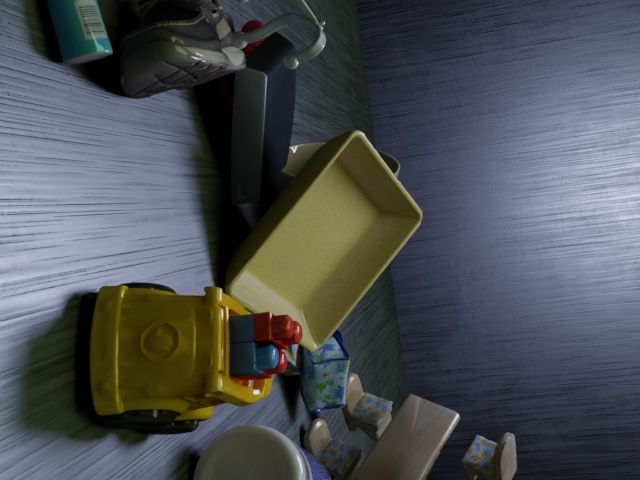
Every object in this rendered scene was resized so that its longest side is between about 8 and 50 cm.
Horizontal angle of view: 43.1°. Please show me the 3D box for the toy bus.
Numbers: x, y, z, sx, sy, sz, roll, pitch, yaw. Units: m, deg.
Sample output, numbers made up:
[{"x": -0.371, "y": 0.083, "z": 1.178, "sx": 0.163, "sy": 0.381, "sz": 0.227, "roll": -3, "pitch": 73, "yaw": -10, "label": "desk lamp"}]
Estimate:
[{"x": -0.119, "y": 0.127, "z": 0.893, "sx": 0.220, "sy": 0.212, "sz": 0.149, "roll": 56, "pitch": 28, "yaw": -68, "label": "toy bus"}]

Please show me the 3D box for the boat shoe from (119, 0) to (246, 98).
[{"x": -0.190, "y": -0.264, "z": 1.041, "sx": 0.355, "sy": 0.133, "sz": 0.130, "roll": -81, "pitch": 152, "yaw": -78, "label": "boat shoe"}]

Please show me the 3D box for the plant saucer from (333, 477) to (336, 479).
[{"x": 0.062, "y": 0.665, "z": 1.824, "sx": 0.317, "sy": 0.044, "sz": 0.317, "roll": -7, "pitch": 90, "yaw": -79, "label": "plant saucer"}]

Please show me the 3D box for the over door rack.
[{"x": -0.136, "y": -0.359, "z": 0.963, "sx": 0.239, "sy": 0.108, "sz": 0.324, "roll": 48, "pitch": 7, "yaw": -48, "label": "over door rack"}]

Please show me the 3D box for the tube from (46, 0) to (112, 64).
[{"x": -0.268, "y": -0.289, "z": 0.834, "sx": 0.080, "sy": 0.052, "sz": 0.207, "roll": -56, "pitch": 133, "yaw": -79, "label": "tube"}]

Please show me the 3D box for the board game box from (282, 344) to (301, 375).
[{"x": -0.070, "y": 0.139, "z": 1.527, "sx": 0.136, "sy": 0.035, "sz": 0.201, "roll": 61, "pitch": 25, "yaw": -60, "label": "board game box"}]

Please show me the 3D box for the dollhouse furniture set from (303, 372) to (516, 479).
[{"x": 0.116, "y": 0.434, "z": 1.514, "sx": 0.394, "sy": 0.362, "sz": 0.256, "roll": -49, "pitch": 141, "yaw": -33, "label": "dollhouse furniture set"}]

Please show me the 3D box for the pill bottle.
[{"x": -0.064, "y": 0.359, "z": 1.141, "sx": 0.264, "sy": 0.153, "sz": 0.153, "roll": 58, "pitch": 27, "yaw": -62, "label": "pill bottle"}]

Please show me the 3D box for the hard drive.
[{"x": -0.093, "y": -0.196, "z": 1.338, "sx": 0.172, "sy": 0.054, "sz": 0.254, "roll": -58, "pitch": 160, "yaw": -51, "label": "hard drive"}]

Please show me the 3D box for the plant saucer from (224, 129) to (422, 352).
[{"x": 0.000, "y": 0.000, "z": 1.397, "sx": 0.332, "sy": 0.081, "sz": 0.333, "roll": -51, "pitch": 145, "yaw": -3, "label": "plant saucer"}]

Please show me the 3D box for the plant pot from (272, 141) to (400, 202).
[{"x": 0.020, "y": -0.031, "z": 1.639, "sx": 0.256, "sy": 0.257, "sz": 0.273, "roll": -69, "pitch": 164, "yaw": -66, "label": "plant pot"}]

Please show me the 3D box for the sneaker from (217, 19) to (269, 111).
[{"x": -0.124, "y": -0.311, "z": 1.422, "sx": 0.128, "sy": 0.087, "sz": 0.221, "roll": 53, "pitch": 31, "yaw": -70, "label": "sneaker"}]

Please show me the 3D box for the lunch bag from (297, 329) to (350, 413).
[{"x": -0.002, "y": 0.243, "z": 1.598, "sx": 0.151, "sy": 0.096, "sz": 0.128, "roll": -127, "pitch": -143, "yaw": -56, "label": "lunch bag"}]
